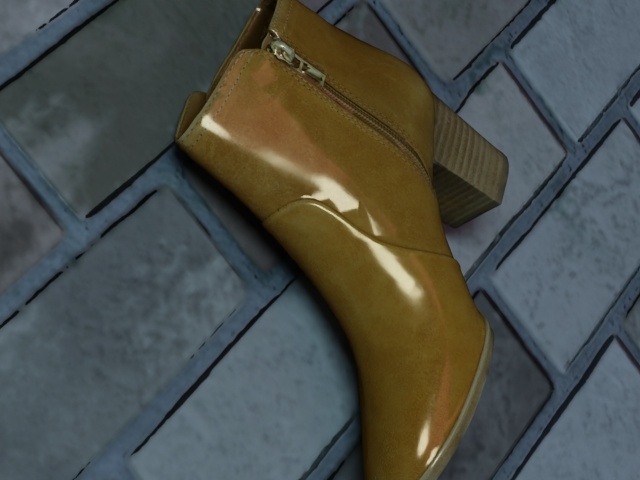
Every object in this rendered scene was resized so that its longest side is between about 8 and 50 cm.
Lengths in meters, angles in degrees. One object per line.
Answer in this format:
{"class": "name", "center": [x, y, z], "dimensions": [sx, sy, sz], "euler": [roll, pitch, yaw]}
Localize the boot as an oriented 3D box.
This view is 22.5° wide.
{"class": "boot", "center": [0.001, -0.001, 0.959], "dimensions": [0.211, 0.104, 0.295], "euler": [30, 51, -20]}
